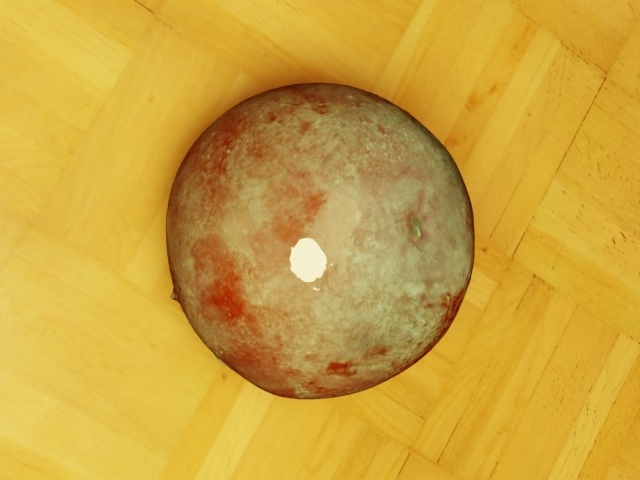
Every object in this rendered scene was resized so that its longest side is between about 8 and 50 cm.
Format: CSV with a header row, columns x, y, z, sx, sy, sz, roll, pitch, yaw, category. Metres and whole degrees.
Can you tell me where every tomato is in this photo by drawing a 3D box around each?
x,y,z,sx,sy,sz,roll,pitch,yaw,category
0.000,0.000,1.467,0.316,0.282,0.317,9,77,-42,tomato
